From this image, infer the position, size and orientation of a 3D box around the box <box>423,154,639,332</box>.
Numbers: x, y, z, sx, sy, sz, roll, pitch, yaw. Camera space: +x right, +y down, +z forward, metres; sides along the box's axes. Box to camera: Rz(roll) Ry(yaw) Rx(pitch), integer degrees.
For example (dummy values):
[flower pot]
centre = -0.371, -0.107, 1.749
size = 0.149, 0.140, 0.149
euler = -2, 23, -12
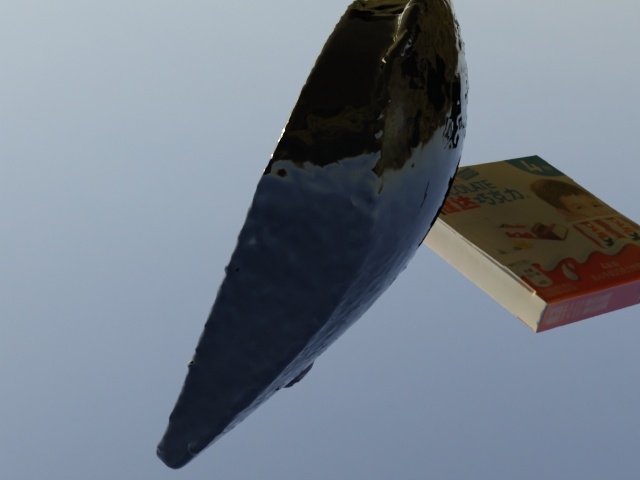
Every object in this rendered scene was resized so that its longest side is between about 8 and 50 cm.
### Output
[box]
centre = 0.248, -0.007, 1.472
size = 0.273, 0.048, 0.265
euler = -12, -141, -41

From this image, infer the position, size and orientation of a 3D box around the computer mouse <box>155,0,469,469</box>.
[computer mouse]
centre = 0.005, 0.002, 0.673
size = 0.087, 0.295, 0.168
euler = 26, -151, 1
